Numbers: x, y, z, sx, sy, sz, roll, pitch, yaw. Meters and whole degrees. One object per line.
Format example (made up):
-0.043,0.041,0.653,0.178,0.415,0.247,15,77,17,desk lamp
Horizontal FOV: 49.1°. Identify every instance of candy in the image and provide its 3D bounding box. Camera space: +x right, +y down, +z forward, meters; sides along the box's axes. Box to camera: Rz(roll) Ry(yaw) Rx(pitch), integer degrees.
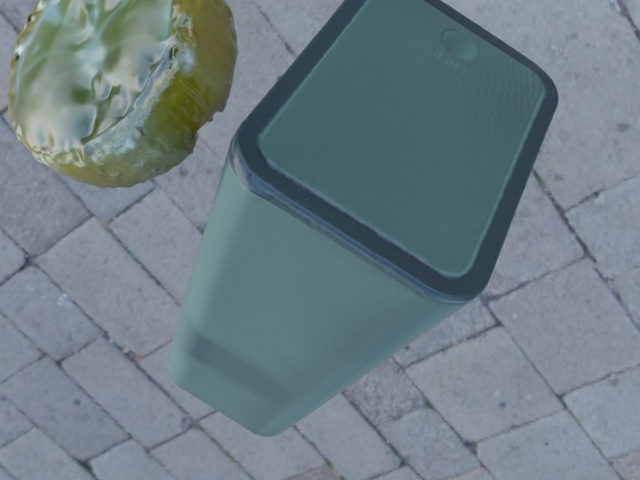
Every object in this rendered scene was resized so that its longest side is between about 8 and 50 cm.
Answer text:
-0.203,-0.180,0.717,0.260,0.260,0.118,-7,164,25,candy

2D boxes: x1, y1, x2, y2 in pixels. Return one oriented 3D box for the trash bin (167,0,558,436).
0.000,0.000,0.556,0.158,0.223,0.343,33,144,-3,trash bin
